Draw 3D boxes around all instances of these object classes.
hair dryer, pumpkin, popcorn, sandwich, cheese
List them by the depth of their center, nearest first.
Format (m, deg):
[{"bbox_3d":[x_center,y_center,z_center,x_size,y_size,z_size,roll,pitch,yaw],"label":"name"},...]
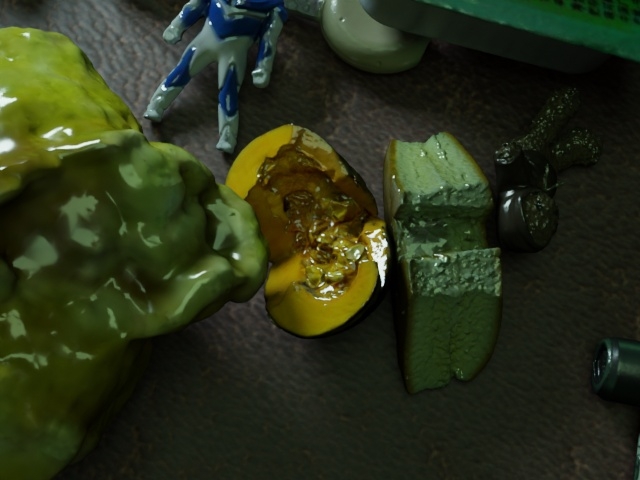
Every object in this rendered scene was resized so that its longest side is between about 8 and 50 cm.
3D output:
[{"bbox_3d":[-0.240,0.028,0.747,0.292,0.293,0.334,38,98,-24],"label":"popcorn"},{"bbox_3d":[0.280,0.187,0.809,0.100,0.057,0.197,8,81,2],"label":"hair dryer"},{"bbox_3d":[0.000,0.000,0.814,0.119,0.107,0.183,-24,69,15],"label":"pumpkin"},{"bbox_3d":[0.106,0.007,0.827,0.090,0.088,0.244,-3,75,-6],"label":"sandwich"},{"bbox_3d":[0.028,-0.224,0.908,0.171,0.047,0.092,33,76,7],"label":"cheese"}]

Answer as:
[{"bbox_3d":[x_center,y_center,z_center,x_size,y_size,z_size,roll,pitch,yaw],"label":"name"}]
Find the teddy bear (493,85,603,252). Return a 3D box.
[{"bbox_3d":[0.190,-0.059,0.852,0.078,0.119,0.160,4,53,39],"label":"teddy bear"}]

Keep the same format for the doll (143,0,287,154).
[{"bbox_3d":[-0.084,-0.203,0.875,0.114,0.057,0.227,24,91,10],"label":"doll"}]

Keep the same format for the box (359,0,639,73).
[{"bbox_3d":[0.166,-0.259,0.863,0.337,0.106,0.264,13,58,-6],"label":"box"}]
